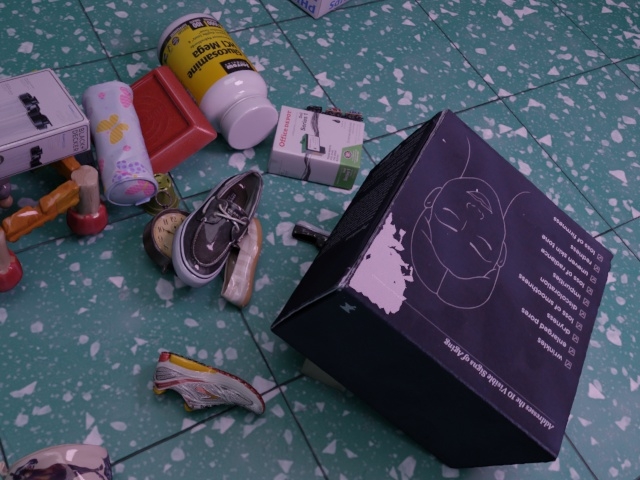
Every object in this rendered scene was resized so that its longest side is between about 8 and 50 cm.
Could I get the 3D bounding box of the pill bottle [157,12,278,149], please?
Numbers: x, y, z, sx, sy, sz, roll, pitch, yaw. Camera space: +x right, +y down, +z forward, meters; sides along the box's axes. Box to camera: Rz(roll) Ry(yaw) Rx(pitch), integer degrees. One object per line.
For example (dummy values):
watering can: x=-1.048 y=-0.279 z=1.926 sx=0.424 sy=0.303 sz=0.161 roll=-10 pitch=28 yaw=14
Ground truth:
pill bottle: x=-0.252 y=-0.392 z=1.557 sx=0.188 sy=0.188 sz=0.334 roll=-26 pitch=67 yaw=-26

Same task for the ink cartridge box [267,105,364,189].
ink cartridge box: x=-0.011 y=-0.233 z=1.564 sx=0.220 sy=0.092 sz=0.160 roll=11 pitch=56 yaw=-6

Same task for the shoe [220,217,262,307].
shoe: x=-0.173 y=0.038 z=1.361 sx=0.058 sy=0.076 sz=0.219 roll=21 pitch=55 yaw=-25

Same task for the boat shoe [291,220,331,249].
boat shoe: x=0.000 y=0.000 z=1.448 sx=0.142 sy=0.049 sz=0.040 roll=24 pitch=62 yaw=11

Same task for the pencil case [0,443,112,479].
pencil case: x=-0.381 y=0.522 z=0.960 sx=0.184 sy=0.160 sz=0.410 roll=-5 pitch=58 yaw=-32

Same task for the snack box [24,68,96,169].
snack box: x=-0.593 y=-0.248 z=1.399 sx=0.070 sy=0.174 sz=0.207 roll=-36 pitch=72 yaw=-27

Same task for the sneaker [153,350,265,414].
sneaker: x=-0.214 y=0.291 z=1.203 sx=0.225 sy=0.088 sz=0.092 roll=20 pitch=76 yaw=1

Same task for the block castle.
block castle: x=-0.695 y=-0.126 z=1.284 sx=0.453 sy=0.212 sz=0.303 roll=40 pitch=54 yaw=11

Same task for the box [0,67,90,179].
box: x=-0.608 y=-0.208 z=1.181 sx=0.290 sy=0.087 sz=0.169 roll=-29 pitch=69 yaw=-32

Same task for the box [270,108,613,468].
box: x=0.250 y=0.099 z=1.212 sx=0.480 sy=0.297 sz=0.471 roll=39 pitch=54 yaw=-9

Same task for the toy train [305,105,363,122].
toy train: x=0.038 y=-0.341 z=1.686 sx=0.158 sy=0.027 sz=0.036 roll=7 pitch=46 yaw=-7

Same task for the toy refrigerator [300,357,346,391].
toy refrigerator: x=0.061 y=0.169 z=1.321 sx=0.102 sy=0.094 sz=0.269 roll=25 pitch=56 yaw=4

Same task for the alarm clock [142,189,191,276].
alarm clock: x=-0.322 y=-0.019 z=1.353 sx=0.129 sy=0.064 sz=0.192 roll=-6 pitch=75 yaw=-42

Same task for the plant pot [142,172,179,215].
plant pot: x=-0.363 y=-0.109 z=1.417 sx=0.083 sy=0.079 sz=0.083 roll=6 pitch=57 yaw=-9

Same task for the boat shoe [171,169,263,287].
boat shoe: x=-0.213 y=-0.047 z=1.334 sx=0.121 sy=0.119 sz=0.335 roll=39 pitch=40 yaw=-22

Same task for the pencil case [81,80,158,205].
pencil case: x=-0.436 y=-0.210 z=1.355 sx=0.114 sy=0.124 sz=0.273 roll=-16 pitch=68 yaw=-10

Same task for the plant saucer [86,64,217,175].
plant saucer: x=-0.414 y=-0.270 z=1.466 sx=0.258 sy=0.047 sz=0.259 roll=-36 pitch=68 yaw=-2

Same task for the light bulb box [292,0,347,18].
light bulb box: x=-0.034 y=-0.933 z=1.848 sx=0.358 sy=0.361 sz=0.225 roll=41 pitch=57 yaw=15
